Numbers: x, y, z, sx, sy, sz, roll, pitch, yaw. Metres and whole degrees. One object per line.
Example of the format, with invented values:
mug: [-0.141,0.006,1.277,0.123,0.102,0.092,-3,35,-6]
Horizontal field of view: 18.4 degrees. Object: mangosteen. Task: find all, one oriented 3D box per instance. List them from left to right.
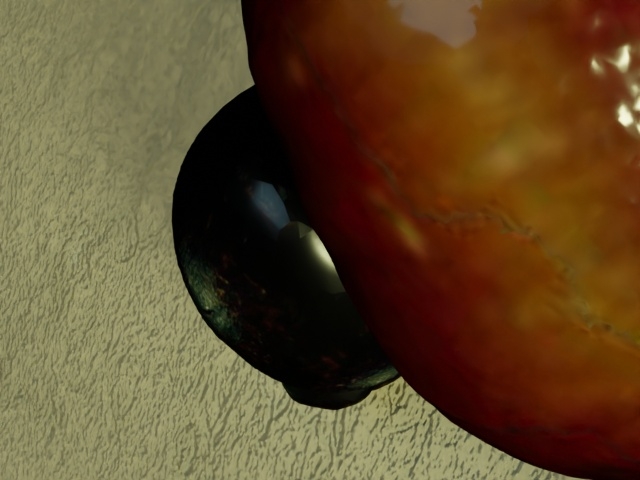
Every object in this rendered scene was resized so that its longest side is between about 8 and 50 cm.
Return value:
mangosteen: [0.000,0.000,1.334,0.243,0.243,0.243,-16,69,48]

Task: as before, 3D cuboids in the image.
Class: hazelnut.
hazelnut: [0.170,-0.093,1.010,0.402,0.402,0.429,-23,93,46]
